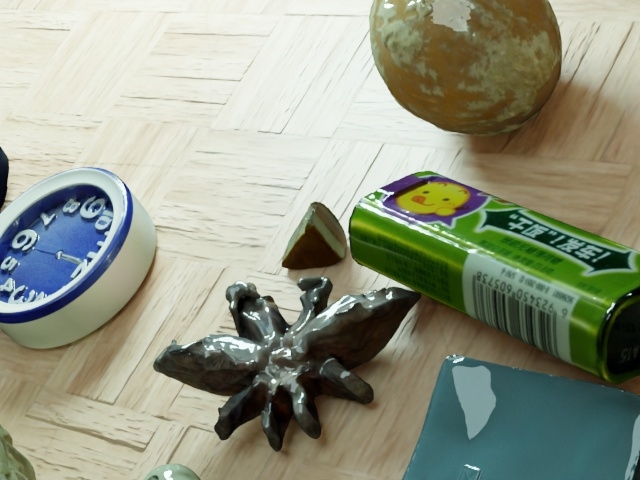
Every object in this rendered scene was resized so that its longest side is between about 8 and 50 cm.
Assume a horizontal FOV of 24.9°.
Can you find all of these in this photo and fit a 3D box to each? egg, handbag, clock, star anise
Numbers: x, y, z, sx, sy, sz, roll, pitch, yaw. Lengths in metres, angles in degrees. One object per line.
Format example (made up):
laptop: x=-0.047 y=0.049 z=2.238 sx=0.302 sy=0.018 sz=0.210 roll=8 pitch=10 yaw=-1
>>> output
egg: x=0.157 y=-0.215 z=1.568 sx=0.203 sy=0.203 sz=0.245 roll=-39 pitch=48 yaw=-3
handbag: x=0.187 y=0.191 z=1.287 sx=0.221 sy=0.057 sz=0.144 roll=10 pitch=66 yaw=39
clock: x=-0.314 y=0.021 z=1.764 sx=0.230 sy=0.083 sz=0.230 roll=-17 pitch=44 yaw=17
star anise: x=-0.047 y=0.111 z=1.476 sx=0.257 sy=0.111 sz=0.198 roll=10 pitch=58 yaw=32

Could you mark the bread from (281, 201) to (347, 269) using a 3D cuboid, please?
bread: x=0.000 y=0.000 z=1.588 sx=0.062 sy=0.109 sz=0.043 roll=17 pitch=57 yaw=-8

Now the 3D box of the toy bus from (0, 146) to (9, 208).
toy bus: x=-0.539 y=0.015 z=1.868 sx=0.162 sy=0.171 sz=0.386 roll=-24 pitch=42 yaw=29

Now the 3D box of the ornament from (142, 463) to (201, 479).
ornament: x=-0.126 y=0.278 z=1.400 sx=0.081 sy=0.075 sz=0.156 roll=-44 pitch=39 yaw=7

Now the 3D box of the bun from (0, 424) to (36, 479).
bun: x=-0.416 y=0.230 z=1.423 sx=0.211 sy=0.360 sz=0.360 roll=-40 pitch=41 yaw=6

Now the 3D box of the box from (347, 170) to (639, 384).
box: x=0.185 y=0.029 z=1.387 sx=0.134 sy=0.097 sz=0.345 roll=-25 pitch=31 yaw=-33
